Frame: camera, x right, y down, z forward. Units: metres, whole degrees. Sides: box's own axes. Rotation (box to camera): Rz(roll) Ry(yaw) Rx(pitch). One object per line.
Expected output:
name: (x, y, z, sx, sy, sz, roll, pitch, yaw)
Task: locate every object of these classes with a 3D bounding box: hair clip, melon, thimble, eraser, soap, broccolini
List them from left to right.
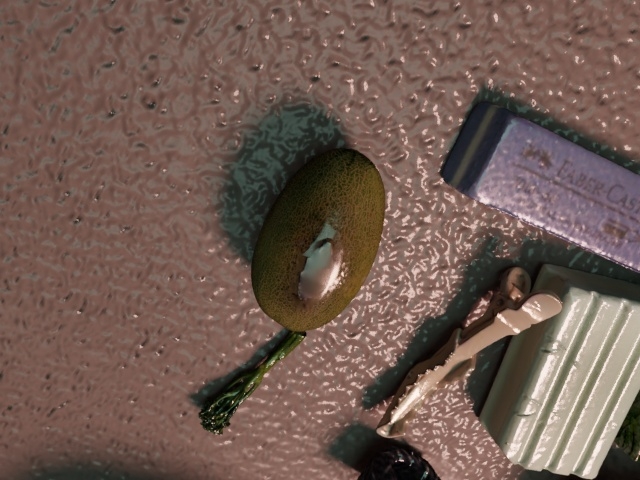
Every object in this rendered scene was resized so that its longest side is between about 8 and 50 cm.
broccolini: (-0.066, 0.138, 0.517, 0.140, 0.035, 0.030, -44, 111, 8)
melon: (0.000, 0.000, 0.444, 0.099, 0.099, 0.162, 22, 104, -12)
thimble: (0.084, 0.271, 0.539, 0.095, 0.104, 0.066, 31, 110, -11)
hair clip: (0.134, 0.112, 0.524, 0.034, 0.072, 0.226, 37, 110, -16)
eraser: (0.226, -0.045, 0.483, 0.225, 0.036, 0.081, 22, 107, -13)
soap: (0.250, 0.133, 0.529, 0.119, 0.066, 0.197, 13, 107, -8)

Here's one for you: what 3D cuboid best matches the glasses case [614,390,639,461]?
glasses case: (0.359, 0.088, 0.510, 0.062, 0.095, 0.272, 9, 107, -4)
